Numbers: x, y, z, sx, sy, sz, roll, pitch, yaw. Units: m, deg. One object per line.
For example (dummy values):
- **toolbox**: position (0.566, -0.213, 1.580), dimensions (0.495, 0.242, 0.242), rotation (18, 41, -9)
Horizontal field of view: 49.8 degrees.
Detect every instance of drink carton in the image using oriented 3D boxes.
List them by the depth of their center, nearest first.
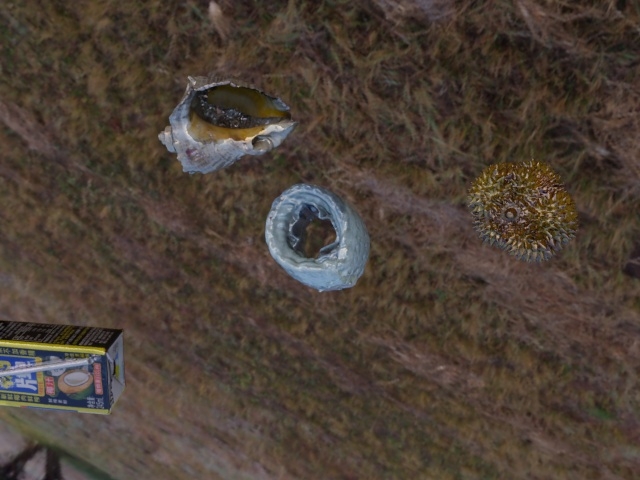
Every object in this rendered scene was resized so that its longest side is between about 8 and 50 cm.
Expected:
- **drink carton**: position (-0.276, 0.119, 0.659), dimensions (0.165, 0.071, 0.056), rotation (3, -163, 3)

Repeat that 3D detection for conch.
- **conch**: position (-0.159, -0.204, 1.169), dimensions (0.245, 0.163, 0.178), rotation (-3, 164, 4)

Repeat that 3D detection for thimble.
- **thimble**: position (0.000, 0.000, 1.538), dimensions (0.250, 0.204, 0.172), rotation (58, -172, 25)

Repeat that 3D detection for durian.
- **durian**: position (0.288, -0.043, 0.976), dimensions (0.137, 0.168, 0.158), rotation (-32, 84, 34)
